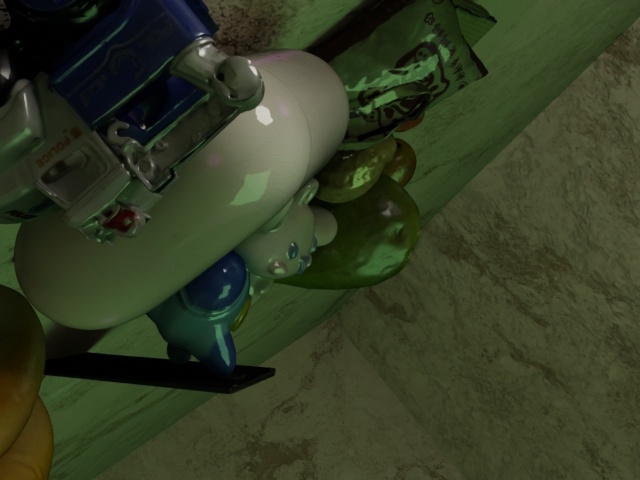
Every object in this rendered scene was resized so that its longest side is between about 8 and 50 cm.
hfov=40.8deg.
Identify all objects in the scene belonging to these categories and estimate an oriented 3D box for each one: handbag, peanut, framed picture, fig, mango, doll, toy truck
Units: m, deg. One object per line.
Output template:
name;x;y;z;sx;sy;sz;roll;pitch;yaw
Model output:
handbag;0.090;-0.210;1.084;0.235;0.127;0.213;-36;146;5
peanut;0.051;-0.129;1.389;0.159;0.109;0.140;-34;-155;28
framed picture;-0.261;0.201;1.320;0.339;0.014;0.255;3;178;11
fig;0.011;-0.025;1.521;0.314;0.233;0.233;5;153;-16
mango;0.101;-0.118;1.708;0.227;0.099;0.136;-37;-178;44
doll;-0.121;0.054;1.251;0.365;0.187;0.376;-47;149;3
toy truck;-0.154;-0.091;0.579;0.213;0.177;0.161;-41;172;2

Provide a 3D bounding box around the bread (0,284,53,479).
bread;-0.418;0.160;0.712;0.424;0.329;0.245;-19;116;-64

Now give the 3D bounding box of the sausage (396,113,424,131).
sausage;0.099;-0.207;1.307;0.179;0.089;0.089;-14;154;-50

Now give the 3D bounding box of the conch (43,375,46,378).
conch;-0.477;0.239;1.247;0.180;0.088;0.065;-29;127;-4

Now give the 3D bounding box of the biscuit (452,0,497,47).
biscuit;0.164;-0.293;1.250;0.150;0.052;0.252;-40;170;25

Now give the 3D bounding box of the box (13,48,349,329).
box;-0.114;-0.061;0.812;0.289;0.141;0.349;-35;-174;19
